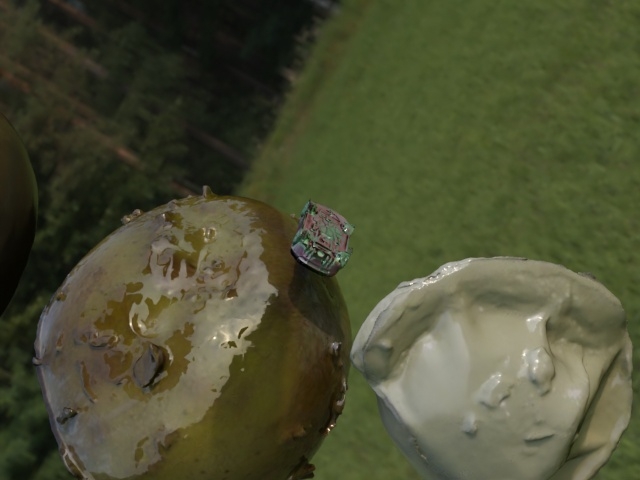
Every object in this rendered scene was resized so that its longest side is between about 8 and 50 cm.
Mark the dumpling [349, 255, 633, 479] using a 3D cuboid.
[{"bbox_3d":[0.218,0.158,1.610,0.315,0.395,0.233,-47,25,5],"label":"dumpling"}]

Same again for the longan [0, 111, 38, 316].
[{"bbox_3d":[-0.442,-0.002,1.400,0.350,0.288,0.288,-53,5,15],"label":"longan"}]

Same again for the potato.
[{"bbox_3d":[-0.132,0.120,1.761,0.319,0.385,0.442,-40,46,33],"label":"potato"}]

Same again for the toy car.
[{"bbox_3d":[0.000,0.000,1.653,0.055,0.069,0.142,-58,8,24],"label":"toy car"}]
